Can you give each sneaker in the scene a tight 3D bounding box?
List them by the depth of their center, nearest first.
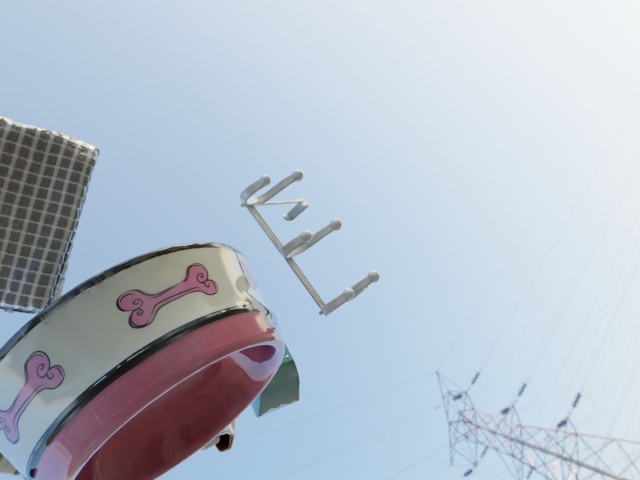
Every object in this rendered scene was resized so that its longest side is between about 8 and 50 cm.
[{"bbox_3d":[-0.278,0.403,1.108,0.290,0.105,0.123,51,-153,-42],"label":"sneaker"}]

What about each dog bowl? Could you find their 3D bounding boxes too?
[{"bbox_3d":[-0.224,0.198,0.675,0.408,0.150,0.408,-36,-22,-17],"label":"dog bowl"}]

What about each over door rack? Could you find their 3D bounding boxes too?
[{"bbox_3d":[0.000,0.000,0.874,0.240,0.108,0.324,54,-172,8],"label":"over door rack"}]

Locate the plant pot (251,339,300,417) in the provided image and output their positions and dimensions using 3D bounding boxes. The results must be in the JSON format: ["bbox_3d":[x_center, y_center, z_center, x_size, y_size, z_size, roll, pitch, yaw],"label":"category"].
[{"bbox_3d":[-0.169,0.445,1.645,0.165,0.165,0.234,-16,-42,-23],"label":"plant pot"}]

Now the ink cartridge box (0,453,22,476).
[{"bbox_3d":[-0.693,0.445,1.106,0.208,0.086,0.153,79,-151,-58],"label":"ink cartridge box"}]

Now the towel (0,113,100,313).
[{"bbox_3d":[-0.473,-0.040,0.700,0.235,0.121,0.284,16,-98,-29],"label":"towel"}]
